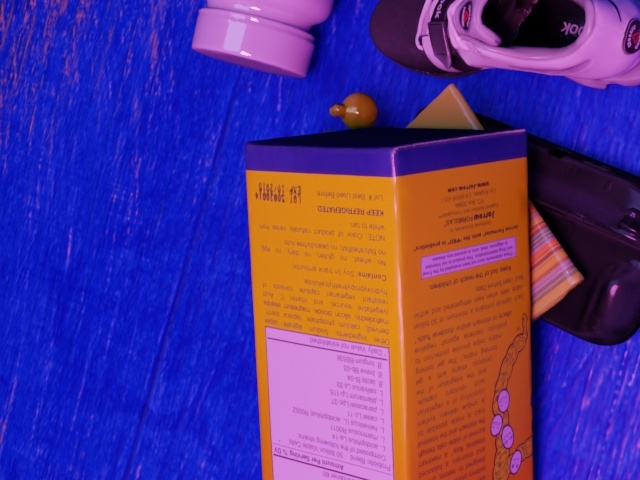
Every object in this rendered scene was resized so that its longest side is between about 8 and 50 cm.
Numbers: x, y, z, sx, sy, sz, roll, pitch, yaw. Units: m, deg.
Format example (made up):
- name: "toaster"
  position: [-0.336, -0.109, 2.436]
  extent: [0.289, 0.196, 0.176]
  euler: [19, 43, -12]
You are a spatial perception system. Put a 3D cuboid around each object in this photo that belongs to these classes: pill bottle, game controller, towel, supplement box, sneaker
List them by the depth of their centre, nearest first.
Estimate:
- name: "supplement box"
  position: [0.068, 0.076, 1.196]
  extent: [0.194, 0.195, 0.356]
  euler: [7, 103, 45]
- name: "towel"
  position: [0.161, -0.031, 1.241]
  extent: [0.102, 0.021, 0.237]
  euler: [-43, 69, 35]
- name: "sneaker"
  position: [0.164, -0.226, 1.258]
  extent: [0.330, 0.146, 0.122]
  euler: [9, 91, 39]
- name: "game controller"
  position: [0.197, -0.021, 1.266]
  extent: [0.319, 0.067, 0.166]
  euler: [28, 115, 37]
- name: "pill bottle"
  position: [-0.050, -0.337, 1.421]
  extent: [0.161, 0.161, 0.283]
  euler: [16, 93, 38]

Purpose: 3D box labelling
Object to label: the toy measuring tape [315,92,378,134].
- name: "toy measuring tape"
  position: [0.000, 0.000, 1.364]
  extent: [0.121, 0.121, 0.330]
  euler: [12, 91, 38]
